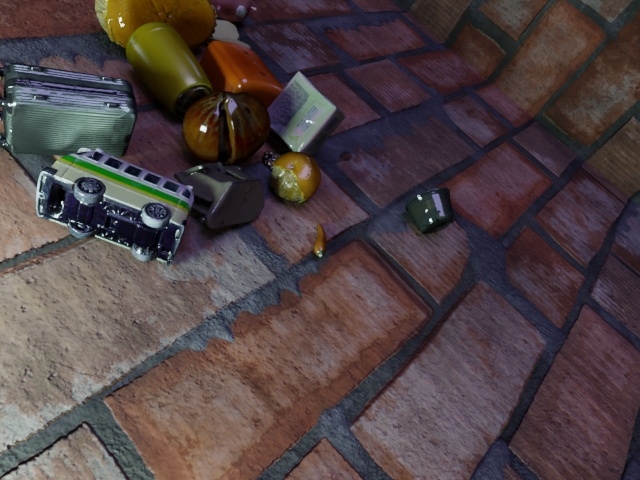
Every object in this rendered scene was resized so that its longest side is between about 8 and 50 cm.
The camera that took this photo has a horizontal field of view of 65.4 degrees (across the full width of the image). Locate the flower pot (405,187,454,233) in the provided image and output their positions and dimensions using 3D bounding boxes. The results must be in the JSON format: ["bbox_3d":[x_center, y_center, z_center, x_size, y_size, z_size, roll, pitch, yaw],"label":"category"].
[{"bbox_3d":[0.367,-0.090,1.634,0.157,0.157,0.107,-4,68,-34],"label":"flower pot"}]

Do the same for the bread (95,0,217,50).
[{"bbox_3d":[-0.518,-0.729,1.620,0.388,0.236,0.183,-25,51,-35],"label":"bread"}]

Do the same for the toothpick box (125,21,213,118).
[{"bbox_3d":[-0.439,-0.497,1.482,0.175,0.175,0.271,-23,69,-43],"label":"toothpick box"}]

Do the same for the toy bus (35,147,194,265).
[{"bbox_3d":[-0.448,-0.089,1.123,0.305,0.143,0.179,21,41,-13],"label":"toy bus"}]

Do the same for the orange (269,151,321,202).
[{"bbox_3d":[-0.072,-0.182,1.459,0.156,0.134,0.157,-7,62,13],"label":"orange"}]

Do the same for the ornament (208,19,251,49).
[{"bbox_3d":[-0.365,-0.748,1.845,0.180,0.059,0.201,-8,53,-37],"label":"ornament"}]

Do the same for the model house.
[{"bbox_3d":[-0.265,-0.133,1.299,0.188,0.122,0.229,34,26,19],"label":"model house"}]

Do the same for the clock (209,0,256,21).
[{"bbox_3d":[-0.376,-0.952,1.939,0.241,0.142,0.227,43,43,21],"label":"clock"}]

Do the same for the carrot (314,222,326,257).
[{"bbox_3d":[0.000,0.000,1.401,0.035,0.035,0.142,20,37,-15],"label":"carrot"}]

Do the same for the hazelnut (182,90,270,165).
[{"bbox_3d":[-0.262,-0.327,1.401,0.251,0.217,0.217,-14,59,-25],"label":"hazelnut"}]

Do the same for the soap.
[{"bbox_3d":[-0.055,-0.390,1.580,0.182,0.199,0.138,45,15,10],"label":"soap"}]

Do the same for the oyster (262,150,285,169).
[{"bbox_3d":[-0.121,-0.256,1.561,0.086,0.029,0.132,48,46,15],"label":"oyster"}]

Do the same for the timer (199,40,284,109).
[{"bbox_3d":[-0.241,-0.521,1.643,0.250,0.161,0.257,-14,59,-44],"label":"timer"}]

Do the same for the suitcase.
[{"bbox_3d":[-0.602,-0.295,1.175,0.312,0.202,0.128,-3,64,-34],"label":"suitcase"}]
